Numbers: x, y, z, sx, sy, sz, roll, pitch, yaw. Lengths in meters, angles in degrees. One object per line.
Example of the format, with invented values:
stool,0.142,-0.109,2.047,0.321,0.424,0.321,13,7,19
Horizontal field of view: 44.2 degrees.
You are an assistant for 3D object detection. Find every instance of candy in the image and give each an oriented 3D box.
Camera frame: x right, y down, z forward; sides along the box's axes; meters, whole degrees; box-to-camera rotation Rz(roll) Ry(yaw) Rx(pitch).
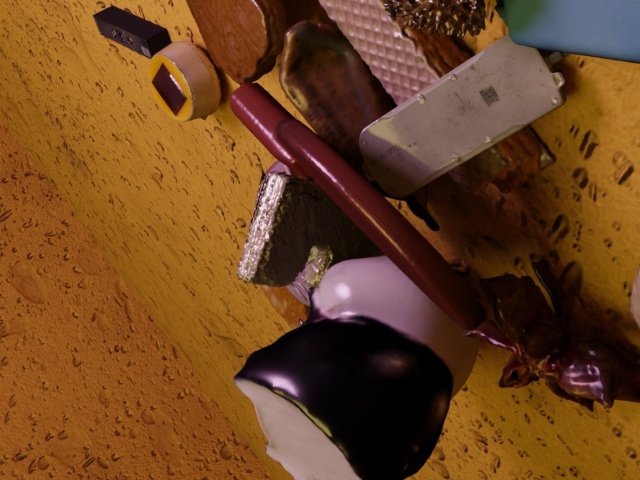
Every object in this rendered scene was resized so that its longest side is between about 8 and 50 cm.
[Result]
candy,0.050,-0.128,0.902,0.271,0.101,0.143,54,-173,-8

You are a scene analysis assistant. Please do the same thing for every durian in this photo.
durian,0.082,-0.238,0.669,0.188,0.091,0.149,-70,-35,-75

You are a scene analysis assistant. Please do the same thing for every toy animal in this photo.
toy animal,0.074,0.157,0.983,0.250,0.310,0.251,31,145,25

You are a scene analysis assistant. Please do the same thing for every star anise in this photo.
star anise,0.255,0.119,0.847,0.196,0.111,0.212,38,160,44

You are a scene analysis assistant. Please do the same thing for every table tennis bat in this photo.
table tennis bat,0.026,-0.050,0.859,0.415,0.051,0.268,46,-179,35

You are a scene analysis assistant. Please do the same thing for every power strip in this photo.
power strip,0.133,-0.117,0.733,0.226,0.029,0.080,-30,89,30

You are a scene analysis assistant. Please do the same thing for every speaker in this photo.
speaker,-0.326,-0.359,1.357,0.191,0.046,0.040,32,149,41

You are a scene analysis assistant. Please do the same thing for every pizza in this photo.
pizza,-0.067,0.071,1.462,0.181,0.034,0.262,38,151,32

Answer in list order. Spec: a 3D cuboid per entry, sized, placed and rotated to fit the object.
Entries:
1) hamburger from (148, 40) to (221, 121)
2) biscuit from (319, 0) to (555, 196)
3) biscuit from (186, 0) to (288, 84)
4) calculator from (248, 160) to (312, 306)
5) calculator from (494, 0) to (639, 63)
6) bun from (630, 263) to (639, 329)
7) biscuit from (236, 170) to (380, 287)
hamburger,-0.212,-0.250,1.252,0.126,0.081,0.141,44,142,16
biscuit,0.083,-0.202,0.803,0.379,0.054,0.094,53,156,2
biscuit,-0.128,-0.321,0.975,0.273,0.049,0.257,10,121,70
calculator,-0.037,-0.006,1.272,0.194,0.043,0.294,48,149,12
calculator,0.220,-0.207,0.551,0.293,0.051,0.173,26,142,48
bun,0.338,0.039,0.577,0.193,0.128,0.178,28,147,24
biscuit,0.000,0.000,1.056,0.046,0.147,0.250,25,-172,39
